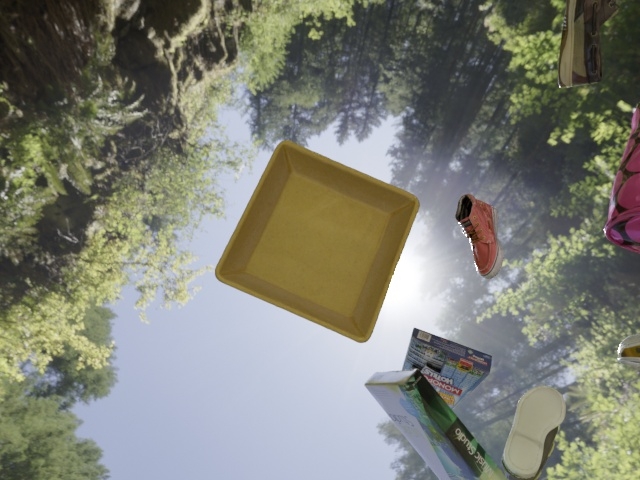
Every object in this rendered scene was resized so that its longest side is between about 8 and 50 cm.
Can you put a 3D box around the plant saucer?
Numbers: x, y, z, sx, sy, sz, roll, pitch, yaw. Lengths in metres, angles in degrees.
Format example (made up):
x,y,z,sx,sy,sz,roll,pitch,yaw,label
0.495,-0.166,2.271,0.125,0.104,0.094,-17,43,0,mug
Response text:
x,y,z,sx,sy,sz,roll,pitch,yaw,label
0.000,0.000,0.867,0.332,0.081,0.333,23,-105,2,plant saucer

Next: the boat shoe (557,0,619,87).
x,y,z,sx,sy,sz,roll,pitch,yaw,label
0.428,-0.358,0.648,0.073,0.224,0.080,9,-141,30,boat shoe

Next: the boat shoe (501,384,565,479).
x,y,z,sx,sy,sz,roll,pitch,yaw,label
0.562,0.510,1.085,0.109,0.091,0.305,18,-142,37,boat shoe

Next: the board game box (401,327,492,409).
x,y,z,sx,sy,sz,roll,pitch,yaw,label
0.302,0.338,1.032,0.194,0.194,0.060,18,-145,19,board game box

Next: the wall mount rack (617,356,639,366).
x,y,z,sx,sy,sz,roll,pitch,yaw,label
0.991,0.379,1.067,0.349,0.304,0.131,-4,-112,36,wall mount rack

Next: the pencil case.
x,y,z,sx,sy,sz,roll,pitch,yaw,label
0.405,-0.089,0.477,0.095,0.098,0.210,32,-110,-15,pencil case

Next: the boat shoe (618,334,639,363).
x,y,z,sx,sy,sz,roll,pitch,yaw,label
1.146,0.345,1.291,0.156,0.366,0.136,-7,-97,-43,boat shoe

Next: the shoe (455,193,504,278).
x,y,z,sx,sy,sz,roll,pitch,yaw,label
0.314,-0.012,0.826,0.081,0.063,0.178,26,-125,-18,shoe

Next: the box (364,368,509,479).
x,y,z,sx,sy,sz,roll,pitch,yaw,label
0.258,0.443,0.949,0.058,0.232,0.322,-39,-95,-24,box
